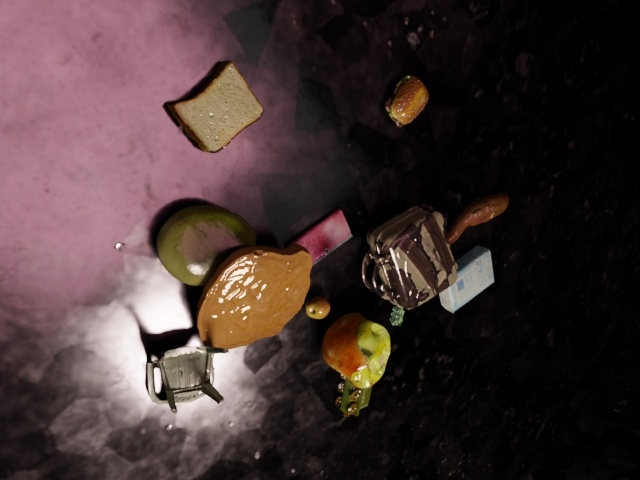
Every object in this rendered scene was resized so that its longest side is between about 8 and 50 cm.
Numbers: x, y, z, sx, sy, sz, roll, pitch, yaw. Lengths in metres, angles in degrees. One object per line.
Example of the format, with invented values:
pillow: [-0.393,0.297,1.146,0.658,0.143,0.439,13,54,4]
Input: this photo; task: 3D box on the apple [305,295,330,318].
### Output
apple: [-0.011,0.233,1.684,0.071,0.083,0.084,-34,124,-53]

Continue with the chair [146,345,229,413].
chair: [-0.391,0.407,1.427,0.203,0.274,0.191,-3,84,-25]

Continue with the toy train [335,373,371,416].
toy train: [0.139,0.565,1.878,0.137,0.090,0.226,-5,112,-42]

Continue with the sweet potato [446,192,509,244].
sweet potato: [0.621,-0.099,1.979,0.385,0.109,0.109,-30,118,-16]

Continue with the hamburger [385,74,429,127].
hamburger: [0.296,-0.476,1.663,0.166,0.087,0.137,-51,124,-9]

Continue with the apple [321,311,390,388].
apple: [0.133,0.376,1.720,0.226,0.246,0.246,-52,124,-12]

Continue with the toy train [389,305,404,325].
toy train: [0.305,0.296,1.935,0.053,0.033,0.083,12,97,-40]

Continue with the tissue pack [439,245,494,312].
tissue pack: [0.606,0.159,2.054,0.263,0.089,0.177,-32,120,-24]

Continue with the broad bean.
broad bean: [-0.320,0.017,1.401,0.290,0.119,0.238,5,105,-33]

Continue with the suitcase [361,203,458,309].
suitcase: [0.303,0.068,1.773,0.339,0.194,0.352,-30,117,-15]

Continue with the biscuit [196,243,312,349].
biscuit: [-0.195,0.182,1.488,0.364,0.062,0.385,-4,128,-35]

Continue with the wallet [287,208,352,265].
wallet: [0.000,0.000,1.657,0.232,0.025,0.119,-36,120,-20]

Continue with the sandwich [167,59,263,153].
sandwich: [-0.281,-0.361,1.346,0.215,0.065,0.186,-47,124,-13]
